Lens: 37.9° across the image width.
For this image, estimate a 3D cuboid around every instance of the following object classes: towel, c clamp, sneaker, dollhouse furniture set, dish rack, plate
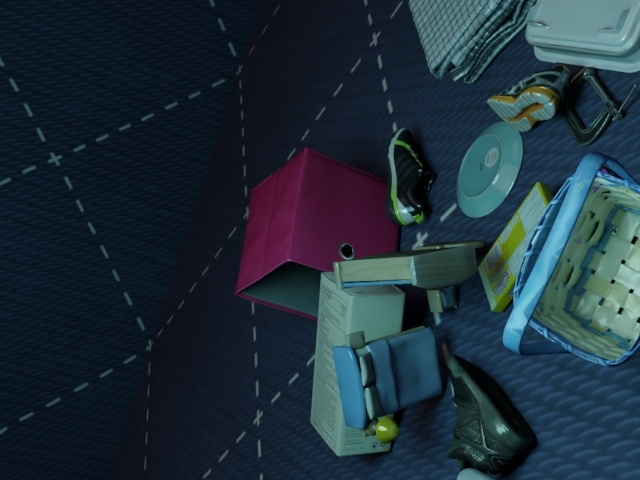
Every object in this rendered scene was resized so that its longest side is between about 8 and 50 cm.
[{"bbox_3d":[0.311,-0.473,1.826,0.283,0.121,0.235,-52,37,41],"label":"towel"},{"bbox_3d":[0.443,-0.226,1.507,0.160,0.022,0.137,-109,38,-52],"label":"c clamp"},{"bbox_3d":[0.194,-0.131,1.900,0.097,0.084,0.234,-15,57,32],"label":"sneaker"},{"bbox_3d":[0.364,-0.247,1.612,0.083,0.084,0.215,-53,15,-10],"label":"sneaker"},{"bbox_3d":[0.191,0.164,1.553,0.198,0.287,0.303,-5,94,53],"label":"dollhouse furniture set"},{"bbox_3d":[0.238,0.284,1.486,0.130,0.087,0.227,-55,35,18],"label":"sneaker"},{"bbox_3d":[0.469,-0.432,1.539,0.285,0.072,0.333,-67,27,6],"label":"dish rack"},{"bbox_3d":[0.302,-0.134,1.718,0.188,0.024,0.188,-45,35,44],"label":"plate"}]

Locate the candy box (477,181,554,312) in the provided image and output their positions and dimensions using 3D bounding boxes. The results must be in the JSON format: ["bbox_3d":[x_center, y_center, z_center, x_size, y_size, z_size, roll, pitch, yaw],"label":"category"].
[{"bbox_3d":[0.327,0.013,1.532,0.105,0.027,0.205,-101,30,-45],"label":"candy box"}]

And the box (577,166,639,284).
[{"bbox_3d":[0.425,-0.021,1.389,0.116,0.029,0.162,-57,30,28],"label":"box"}]

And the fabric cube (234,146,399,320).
[{"bbox_3d":[0.000,0.000,1.966,0.259,0.254,0.258,-32,44,54],"label":"fabric cube"}]

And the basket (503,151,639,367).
[{"bbox_3d":[0.348,0.037,1.184,0.201,0.289,0.254,30,98,34],"label":"basket"}]

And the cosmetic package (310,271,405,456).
[{"bbox_3d":[0.065,0.225,1.737,0.160,0.113,0.309,-143,56,-64],"label":"cosmetic package"}]

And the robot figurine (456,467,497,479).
[{"bbox_3d":[0.184,0.473,1.333,0.299,0.200,0.353,-58,22,-15],"label":"robot figurine"}]
